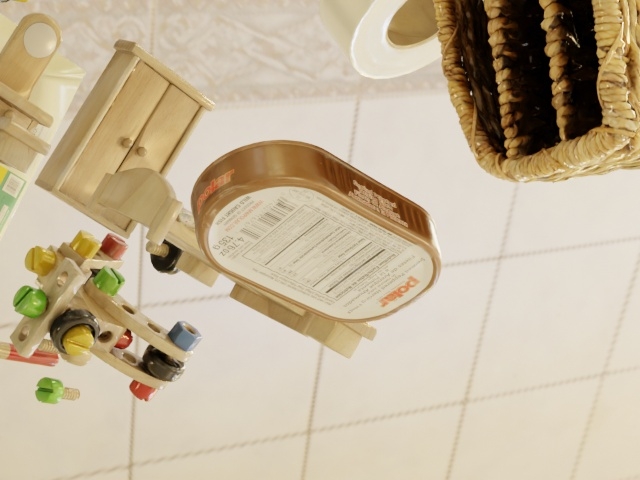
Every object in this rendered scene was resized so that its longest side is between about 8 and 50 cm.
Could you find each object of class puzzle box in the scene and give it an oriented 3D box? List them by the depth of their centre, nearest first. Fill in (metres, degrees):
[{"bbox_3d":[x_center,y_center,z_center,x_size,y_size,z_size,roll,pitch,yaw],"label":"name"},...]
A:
[{"bbox_3d":[-0.618,-0.200,1.987,0.272,0.052,0.409,35,69,-33],"label":"puzzle box"}]

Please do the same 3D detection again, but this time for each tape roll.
[{"bbox_3d":[0.143,-0.387,1.768,0.286,0.100,0.286,-26,156,-13],"label":"tape roll"}]

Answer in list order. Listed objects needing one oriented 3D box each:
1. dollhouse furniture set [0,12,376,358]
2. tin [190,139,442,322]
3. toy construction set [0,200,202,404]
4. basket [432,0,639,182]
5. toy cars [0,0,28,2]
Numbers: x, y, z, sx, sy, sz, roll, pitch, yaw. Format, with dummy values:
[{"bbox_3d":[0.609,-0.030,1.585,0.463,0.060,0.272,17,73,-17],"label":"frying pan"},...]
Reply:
[{"bbox_3d":[-0.123,-0.075,1.024,0.303,0.355,0.174,35,82,-37],"label":"dollhouse furniture set"},{"bbox_3d":[0.000,0.000,0.745,0.190,0.040,0.106,27,132,-37],"label":"tin"},{"bbox_3d":[-0.334,0.092,1.437,0.309,0.257,0.237,-32,150,27],"label":"toy construction set"},{"bbox_3d":[0.169,-0.197,0.886,0.223,0.213,0.299,-6,88,-53],"label":"basket"},{"bbox_3d":[-0.391,-0.424,1.586,0.394,0.087,0.176,-26,86,-25],"label":"toy cars"}]
